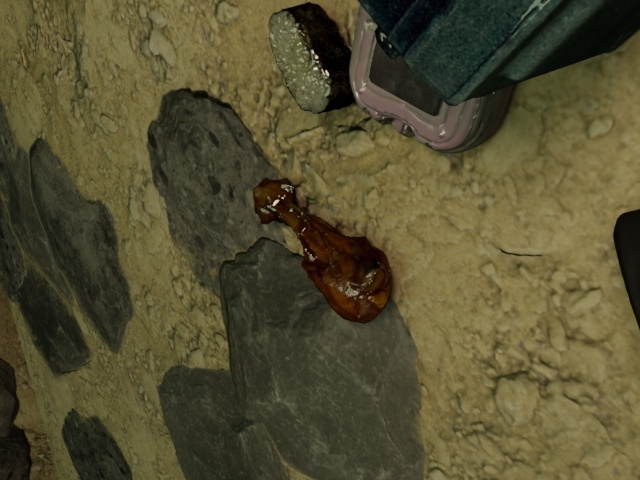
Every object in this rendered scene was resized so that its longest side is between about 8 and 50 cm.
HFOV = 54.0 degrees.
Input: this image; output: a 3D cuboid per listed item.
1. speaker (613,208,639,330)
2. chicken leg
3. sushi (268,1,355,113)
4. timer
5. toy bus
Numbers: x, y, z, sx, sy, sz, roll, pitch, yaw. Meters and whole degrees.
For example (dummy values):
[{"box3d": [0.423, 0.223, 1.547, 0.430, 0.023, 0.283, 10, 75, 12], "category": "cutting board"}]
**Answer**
[{"box3d": [0.375, 0.155, 0.533, 0.180, 0.184, 0.388, -20, 91, 49], "category": "speaker"}, {"box3d": [0.000, 0.000, 0.938, 0.304, 0.093, 0.113, 47, 118, 32], "category": "chicken leg"}, {"box3d": [-0.008, -0.241, 0.834, 0.150, 0.078, 0.090, 60, 144, 6], "category": "sushi"}, {"box3d": [0.123, -0.208, 0.721, 0.208, 0.069, 0.190, 33, 131, 30], "category": "timer"}, {"box3d": [0.167, -0.234, 0.474, 0.194, 0.323, 0.162, 55, 137, 9], "category": "toy bus"}]
